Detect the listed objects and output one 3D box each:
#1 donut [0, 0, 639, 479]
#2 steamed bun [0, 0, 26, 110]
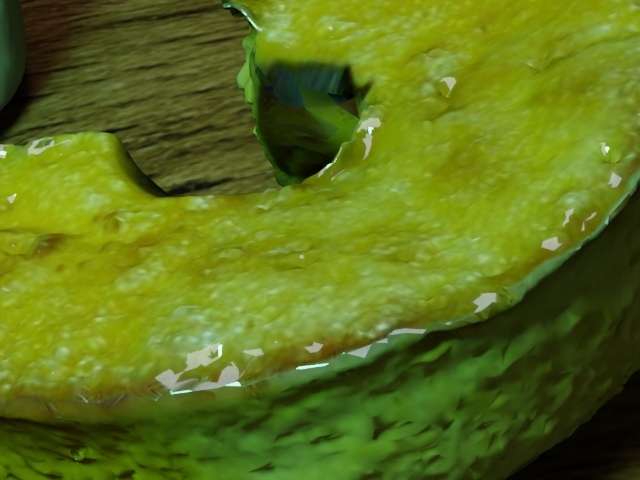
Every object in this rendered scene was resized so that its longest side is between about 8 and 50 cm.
[{"bbox_3d":[0.000,0.000,0.922,0.435,0.163,0.377,-39,39,-24],"label":"donut"},{"bbox_3d":[-0.441,-0.195,1.196,0.456,0.371,0.290,-24,35,-18],"label":"steamed bun"}]
